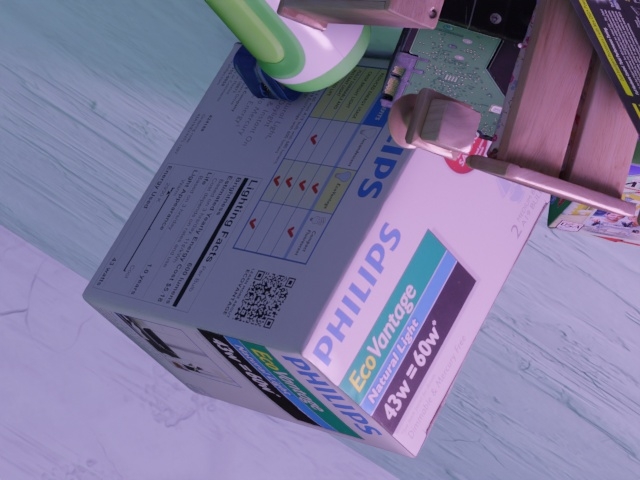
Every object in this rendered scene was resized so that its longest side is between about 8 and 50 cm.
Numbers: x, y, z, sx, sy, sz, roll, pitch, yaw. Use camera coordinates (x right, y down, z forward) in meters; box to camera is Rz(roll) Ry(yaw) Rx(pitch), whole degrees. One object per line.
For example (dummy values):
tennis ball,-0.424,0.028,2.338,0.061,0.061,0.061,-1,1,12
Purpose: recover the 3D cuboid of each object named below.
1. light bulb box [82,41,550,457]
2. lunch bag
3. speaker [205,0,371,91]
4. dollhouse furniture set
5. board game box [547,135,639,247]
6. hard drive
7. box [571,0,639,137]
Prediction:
light bulb box,0.000,0.000,2.095,0.361,0.358,0.225,12,156,45
lunch bag,-0.040,-0.194,2.063,0.065,0.098,0.067,8,146,43
speaker,-0.071,-0.273,1.867,0.131,0.131,0.296,11,154,44
dollhouse furniture set,0.169,-0.197,1.587,0.355,0.303,0.174,18,178,-32
board game box,0.388,-0.029,1.768,0.317,0.046,0.213,11,163,-6
hard drive,0.234,-0.137,1.734,0.339,0.064,0.237,15,162,-2
box,0.306,-0.135,1.397,0.216,0.060,0.270,14,157,34
